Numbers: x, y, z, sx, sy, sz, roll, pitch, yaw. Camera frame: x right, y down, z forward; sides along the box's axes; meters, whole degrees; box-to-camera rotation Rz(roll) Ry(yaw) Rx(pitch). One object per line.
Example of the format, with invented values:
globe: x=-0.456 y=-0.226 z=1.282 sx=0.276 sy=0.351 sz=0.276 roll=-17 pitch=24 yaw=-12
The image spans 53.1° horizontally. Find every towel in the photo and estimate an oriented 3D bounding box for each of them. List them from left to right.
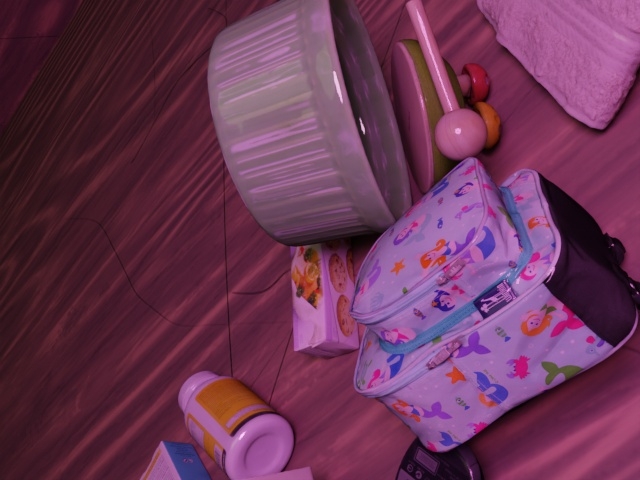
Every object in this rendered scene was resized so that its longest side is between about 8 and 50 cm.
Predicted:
towel: x=0.257 y=-0.274 z=0.678 sx=0.187 sy=0.049 sz=0.282 roll=102 pitch=155 yaw=-44

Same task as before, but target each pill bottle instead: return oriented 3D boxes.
pill bottle: x=-0.126 y=0.252 z=0.893 sx=0.184 sy=0.103 sz=0.103 roll=24 pitch=91 yaw=50

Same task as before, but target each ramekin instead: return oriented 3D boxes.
ramekin: x=-0.006 y=-0.137 z=0.752 sx=0.148 sy=0.303 sz=0.303 roll=-15 pitch=60 yaw=17

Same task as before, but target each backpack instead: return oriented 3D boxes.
backpack: x=0.136 y=0.062 z=0.607 sx=0.253 sy=0.191 sz=0.225 roll=-51 pitch=9 yaw=27

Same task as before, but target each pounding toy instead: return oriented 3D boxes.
pounding toy: x=0.157 y=-0.158 z=0.737 sx=0.110 sy=0.237 sz=0.182 roll=-13 pitch=85 yaw=0

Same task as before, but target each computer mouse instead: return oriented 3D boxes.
computer mouse: x=0.084 y=0.307 z=0.677 sx=0.184 sy=0.060 sz=0.261 roll=18 pitch=96 yaw=50

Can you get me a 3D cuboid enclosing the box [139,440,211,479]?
box: x=-0.188 y=0.408 z=0.925 sx=0.244 sy=0.060 sz=0.100 roll=40 pitch=104 yaw=49

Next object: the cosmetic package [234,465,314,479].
cosmetic package: x=-0.060 y=0.423 z=0.690 sx=0.160 sy=0.113 sz=0.309 roll=-35 pitch=59 yaw=41

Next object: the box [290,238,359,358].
box: x=0.000 y=0.000 z=0.895 sx=0.063 sy=0.067 sz=0.323 roll=-26 pitch=54 yaw=38
